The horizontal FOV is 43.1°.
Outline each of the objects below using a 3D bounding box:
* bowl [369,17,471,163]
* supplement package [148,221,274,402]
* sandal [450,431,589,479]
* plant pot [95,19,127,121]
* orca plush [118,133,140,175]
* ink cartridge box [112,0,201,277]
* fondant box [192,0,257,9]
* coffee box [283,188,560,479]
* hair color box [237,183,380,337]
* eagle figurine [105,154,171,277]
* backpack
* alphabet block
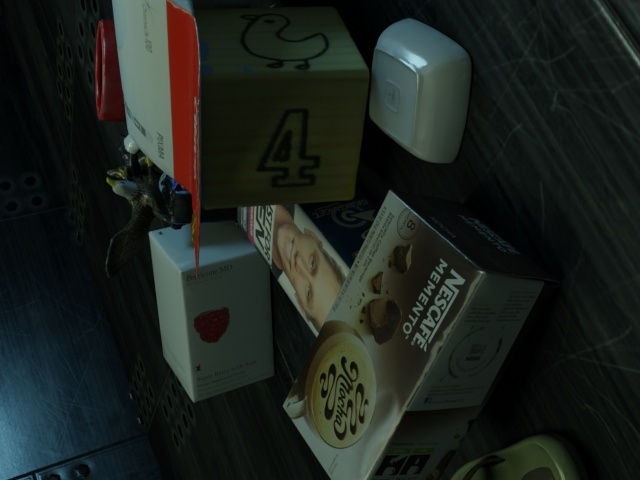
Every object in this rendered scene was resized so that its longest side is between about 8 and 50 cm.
[{"bbox_3d":[0.102,-0.164,0.906,0.142,0.053,0.142,48,145,45],"label":"bowl"},{"bbox_3d":[-0.206,0.124,1.549,0.175,0.178,0.293,41,139,51],"label":"supplement package"},{"bbox_3d":[0.195,0.302,0.926,0.120,0.086,0.302,62,152,26],"label":"sandal"},{"bbox_3d":[-0.341,-0.323,1.560,0.191,0.174,0.191,179,90,-73],"label":"plant pot"},{"bbox_3d":[-0.251,-0.201,1.474,0.287,0.102,0.151,-39,49,33],"label":"orca plush"},{"bbox_3d":[-0.198,-0.191,0.960,0.308,0.091,0.385,103,160,-55],"label":"ink cartridge box"},{"bbox_3d":[-0.155,-0.448,1.097,0.238,0.096,0.330,104,155,-65],"label":"fondant box"},{"bbox_3d":[0.096,0.116,0.869,0.168,0.119,0.297,48,120,46],"label":"coffee box"},{"bbox_3d":[0.000,0.000,1.144,0.347,0.105,0.174,51,146,40],"label":"hair color box"},{"bbox_3d":[-0.365,-0.066,1.717,0.226,0.225,0.298,-62,40,41],"label":"eagle figurine"},{"bbox_3d":[-0.216,-0.111,1.481,0.173,0.158,0.117,-120,32,-49],"label":"backpack"},{"bbox_3d":[-0.063,-0.169,1.020,0.192,0.197,0.193,-109,18,-47],"label":"alphabet block"}]
